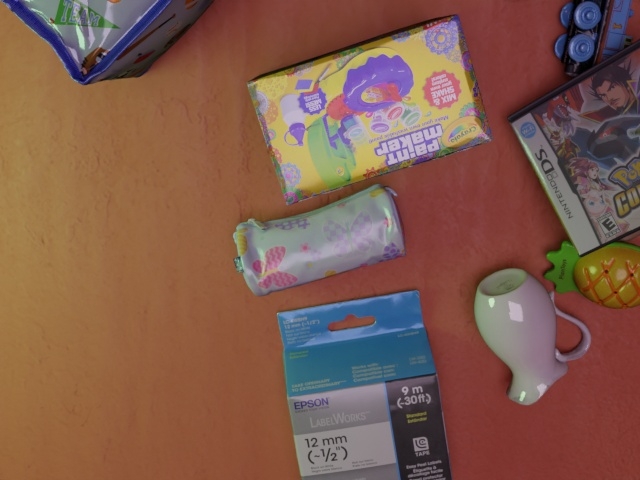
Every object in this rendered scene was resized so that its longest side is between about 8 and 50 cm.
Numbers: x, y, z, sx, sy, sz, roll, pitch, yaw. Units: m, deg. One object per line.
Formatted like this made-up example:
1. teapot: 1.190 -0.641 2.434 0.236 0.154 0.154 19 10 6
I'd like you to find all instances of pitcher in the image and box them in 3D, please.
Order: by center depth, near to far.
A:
1. pitcher: 0.351 0.139 1.440 0.177 0.125 0.207 -31 113 -14

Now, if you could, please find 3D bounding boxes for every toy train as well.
1. toy train: 0.428 -0.340 1.346 0.105 0.080 0.184 7 103 -10

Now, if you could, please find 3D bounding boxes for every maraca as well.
1. maraca: 0.459 0.053 1.424 0.185 0.099 0.127 8 124 15

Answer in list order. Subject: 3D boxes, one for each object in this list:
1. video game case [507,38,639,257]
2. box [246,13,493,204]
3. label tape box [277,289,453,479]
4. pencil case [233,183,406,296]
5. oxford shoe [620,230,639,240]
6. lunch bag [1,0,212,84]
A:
1. video game case: 0.452 -0.143 1.304 0.275 0.035 0.248 -30 81 30
2. box: 0.065 -0.195 1.271 0.290 0.279 0.177 -17 103 3
3. label tape box: 0.074 0.278 1.463 0.249 0.115 0.348 -9 104 2
4. pencil case: 0.000 0.000 1.400 0.273 0.113 0.124 -15 83 3
5. oxford shoe: 0.615 -0.119 1.365 0.397 0.140 0.146 -42 103 9
6. lunch bag: -0.223 -0.420 1.196 0.385 0.328 0.239 -41 101 10
